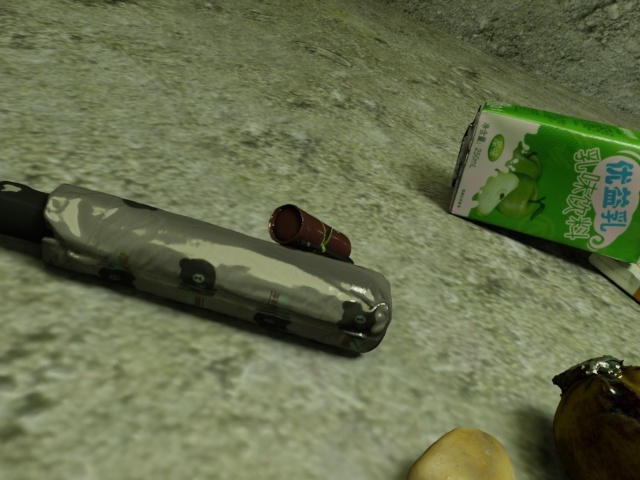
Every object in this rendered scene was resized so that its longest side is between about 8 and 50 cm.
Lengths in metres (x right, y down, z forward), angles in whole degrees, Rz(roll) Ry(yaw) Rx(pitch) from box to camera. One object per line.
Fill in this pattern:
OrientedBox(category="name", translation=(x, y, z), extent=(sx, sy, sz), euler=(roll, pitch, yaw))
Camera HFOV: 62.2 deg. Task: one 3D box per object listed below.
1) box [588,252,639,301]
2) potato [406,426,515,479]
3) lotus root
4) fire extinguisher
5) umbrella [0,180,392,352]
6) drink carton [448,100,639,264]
OrientedBox(category="box", translation=(0.501, 0.050, 0.767), extent=(0.220, 0.032, 0.122), euler=(-2, 38, -33))
OrientedBox(category="potato", translation=(0.090, 0.156, 0.335), extent=(0.068, 0.062, 0.083), euler=(50, 58, -5))
OrientedBox(category="lotus root", translation=(0.245, 0.166, 0.360), extent=(0.120, 0.120, 0.209), euler=(2, 33, -28))
OrientedBox(category="fire extinguisher", translation=(0.000, 0.000, 0.516), extent=(0.056, 0.039, 0.132), euler=(42, 7, 30))
OrientedBox(category="umbrella", translation=(-0.104, 0.018, 0.436), extent=(0.337, 0.067, 0.073), euler=(17, 21, -4))
OrientedBox(category="drink carton", translation=(0.326, -0.092, 0.733), extent=(0.271, 0.161, 0.108), euler=(17, 28, 12))
